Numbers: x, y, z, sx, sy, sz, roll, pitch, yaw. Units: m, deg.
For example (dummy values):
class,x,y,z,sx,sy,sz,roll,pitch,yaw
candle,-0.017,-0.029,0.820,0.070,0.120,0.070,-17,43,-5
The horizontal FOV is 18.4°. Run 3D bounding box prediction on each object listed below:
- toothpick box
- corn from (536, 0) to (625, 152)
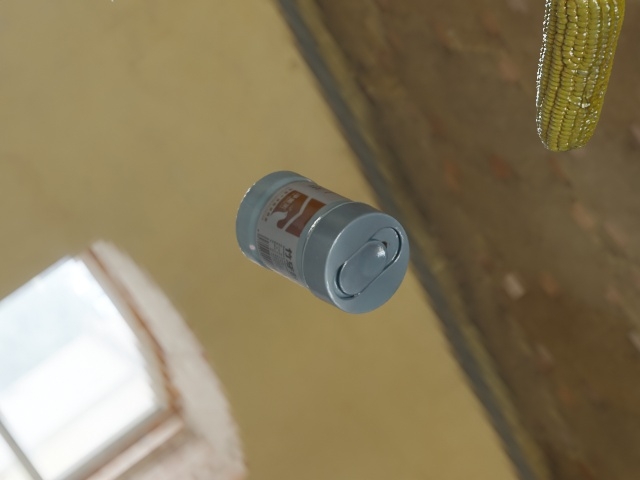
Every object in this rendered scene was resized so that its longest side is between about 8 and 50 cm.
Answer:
class,x,y,z,sx,sy,sz,roll,pitch,yaw
toothpick box,0.000,0.000,1.884,0.153,0.101,0.101,26,-32,49
corn,0.268,-0.186,2.052,0.080,0.080,0.231,42,-35,36
